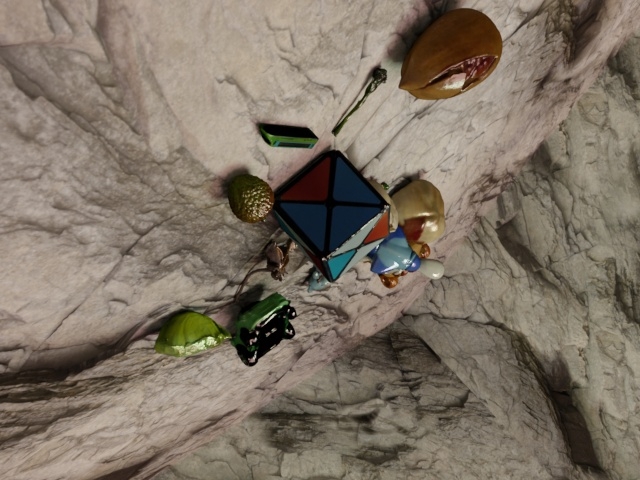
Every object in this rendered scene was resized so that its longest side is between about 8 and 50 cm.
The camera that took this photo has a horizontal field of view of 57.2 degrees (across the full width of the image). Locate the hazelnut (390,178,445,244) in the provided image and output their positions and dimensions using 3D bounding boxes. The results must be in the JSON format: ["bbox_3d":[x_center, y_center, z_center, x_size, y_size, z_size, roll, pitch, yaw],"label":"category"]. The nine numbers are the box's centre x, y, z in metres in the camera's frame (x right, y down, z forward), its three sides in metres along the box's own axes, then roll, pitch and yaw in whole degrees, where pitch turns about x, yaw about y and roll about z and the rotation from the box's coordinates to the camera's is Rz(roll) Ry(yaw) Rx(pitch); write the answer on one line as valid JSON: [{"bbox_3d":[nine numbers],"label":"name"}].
[{"bbox_3d":[0.371,-0.118,2.316,0.261,0.261,0.241,-35,-170,-22],"label":"hazelnut"}]

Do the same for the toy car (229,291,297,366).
[{"bbox_3d":[-0.219,0.310,2.096,0.213,0.176,0.359,-34,155,-26],"label":"toy car"}]

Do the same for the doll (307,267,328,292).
[{"bbox_3d":[0.009,0.134,2.295,0.120,0.075,0.180,-32,158,-38],"label":"doll"}]

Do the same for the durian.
[{"bbox_3d":[-0.385,0.280,1.747,0.101,0.139,0.250,-47,160,28],"label":"durian"}]

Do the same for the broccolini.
[{"bbox_3d":[0.101,-0.357,1.526,0.044,0.042,0.218,15,129,-36],"label":"broccolini"}]

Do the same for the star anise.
[{"bbox_3d":[-0.202,0.099,1.907,0.227,0.219,0.148,-8,-153,19],"label":"star anise"}]

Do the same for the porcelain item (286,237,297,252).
[{"bbox_3d":[0.000,-0.005,1.830,0.213,0.084,0.054,-8,125,-13],"label":"porcelain item"}]

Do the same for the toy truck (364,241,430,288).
[{"bbox_3d":[0.327,0.071,2.584,0.204,0.212,0.288,-33,162,-27],"label":"toy truck"}]

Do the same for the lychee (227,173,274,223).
[{"bbox_3d":[-0.168,-0.098,1.417,0.114,0.114,0.146,-41,139,-5],"label":"lychee"}]

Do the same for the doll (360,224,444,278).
[{"bbox_3d":[0.252,0.055,2.246,0.375,0.187,0.365,-7,162,23],"label":"doll"}]

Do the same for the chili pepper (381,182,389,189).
[{"bbox_3d":[0.212,-0.185,2.105,0.091,0.034,0.030,-29,-171,-37],"label":"chili pepper"}]

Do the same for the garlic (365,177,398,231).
[{"bbox_3d":[0.155,-0.086,1.949,0.184,0.203,0.281,-27,166,10],"label":"garlic"}]

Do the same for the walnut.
[{"bbox_3d":[0.320,-0.461,1.496,0.297,0.203,0.203,-30,159,-4],"label":"walnut"}]

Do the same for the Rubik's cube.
[{"bbox_3d":[0.034,-0.067,1.673,0.246,0.248,0.250,-39,161,-7],"label":"Rubik's cube"}]

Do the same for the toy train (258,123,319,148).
[{"bbox_3d":[-0.083,-0.242,1.383,0.042,0.044,0.209,-51,159,27],"label":"toy train"}]
